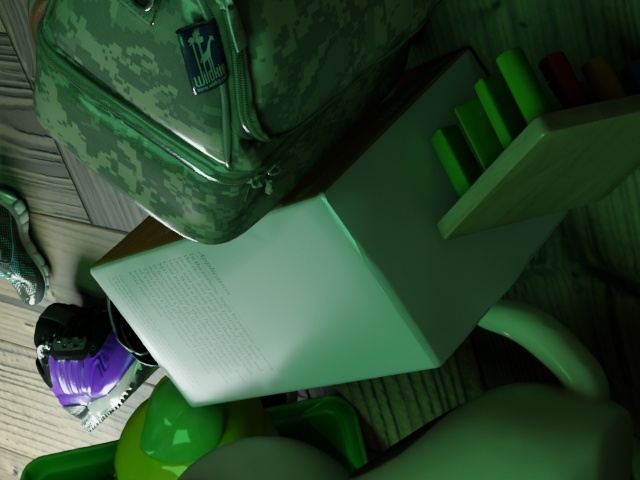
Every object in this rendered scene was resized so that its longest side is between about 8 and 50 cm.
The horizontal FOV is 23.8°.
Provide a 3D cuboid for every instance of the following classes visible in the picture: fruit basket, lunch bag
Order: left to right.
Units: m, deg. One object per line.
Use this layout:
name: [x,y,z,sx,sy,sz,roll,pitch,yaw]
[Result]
fruit basket: [-0.113,0.285,1.551,0.392,0.392,0.283,-34,66,54]
lunch bag: [-0.047,-0.183,1.081,0.212,0.305,0.256,37,145,12]

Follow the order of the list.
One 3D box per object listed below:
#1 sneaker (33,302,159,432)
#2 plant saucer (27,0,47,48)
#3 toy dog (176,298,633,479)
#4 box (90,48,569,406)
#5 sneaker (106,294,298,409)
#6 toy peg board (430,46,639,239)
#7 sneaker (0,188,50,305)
sneaker: [-0.271,0.127,1.792,0.146,0.102,0.293,46,145,-2]
plant saucer: [-0.218,-0.186,1.477,0.198,0.036,0.199,25,141,23]
toy dog: [0.052,0.263,1.243,0.407,0.284,0.396,-6,101,23]
box: [0.000,0.000,1.297,0.345,0.215,0.168,-16,114,50]
sneaker: [-0.130,0.108,1.597,0.104,0.147,0.296,2,129,41]
toy peg board: [0.172,-0.085,1.123,0.079,0.160,0.161,66,149,17]
sneaker: [-0.378,0.020,1.810,0.065,0.076,0.166,17,137,34]
